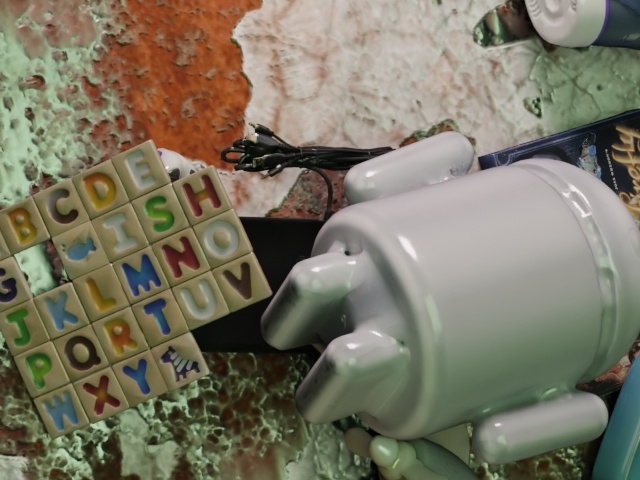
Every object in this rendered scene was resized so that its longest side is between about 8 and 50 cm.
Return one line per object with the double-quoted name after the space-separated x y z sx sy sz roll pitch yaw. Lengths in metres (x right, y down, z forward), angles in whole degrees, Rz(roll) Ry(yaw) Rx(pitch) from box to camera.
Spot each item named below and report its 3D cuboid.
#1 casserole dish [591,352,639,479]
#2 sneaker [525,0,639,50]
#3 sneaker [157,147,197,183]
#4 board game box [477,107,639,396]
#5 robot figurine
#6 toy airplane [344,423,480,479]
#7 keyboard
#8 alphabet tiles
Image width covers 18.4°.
0.322 0.181 1.829 0.114 0.037 0.188 14 101 -24 "casserole dish"
0.290 -0.334 1.823 0.236 0.130 0.323 -8 86 -27 "sneaker"
-0.153 0.002 1.706 0.068 0.071 0.170 12 101 -44 "sneaker"
0.257 0.016 1.836 0.165 0.042 0.243 -18 94 -16 "board game box"
0.130 0.045 1.663 0.353 0.200 0.300 -14 71 -27 "robot figurine"
0.057 0.355 1.645 0.384 0.272 0.386 -22 81 -36 "toy airplane"
0.000 0.000 1.725 0.317 0.033 0.201 2 103 -29 "keyboard"
-0.166 0.036 1.652 0.237 0.009 0.198 -24 93 18 "alphabet tiles"
